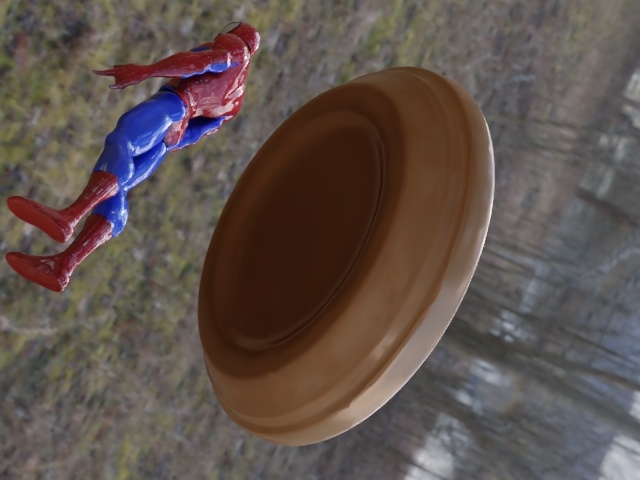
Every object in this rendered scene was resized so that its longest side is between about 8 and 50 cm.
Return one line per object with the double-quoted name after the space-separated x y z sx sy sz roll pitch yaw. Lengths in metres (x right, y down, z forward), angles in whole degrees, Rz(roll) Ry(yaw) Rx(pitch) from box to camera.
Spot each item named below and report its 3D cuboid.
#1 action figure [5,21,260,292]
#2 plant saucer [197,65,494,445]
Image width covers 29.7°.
-0.050 -0.034 0.356 0.115 0.030 0.038 -49 160 -40 "action figure"
0.000 0.000 0.589 0.200 0.037 0.200 -35 -140 36 "plant saucer"
